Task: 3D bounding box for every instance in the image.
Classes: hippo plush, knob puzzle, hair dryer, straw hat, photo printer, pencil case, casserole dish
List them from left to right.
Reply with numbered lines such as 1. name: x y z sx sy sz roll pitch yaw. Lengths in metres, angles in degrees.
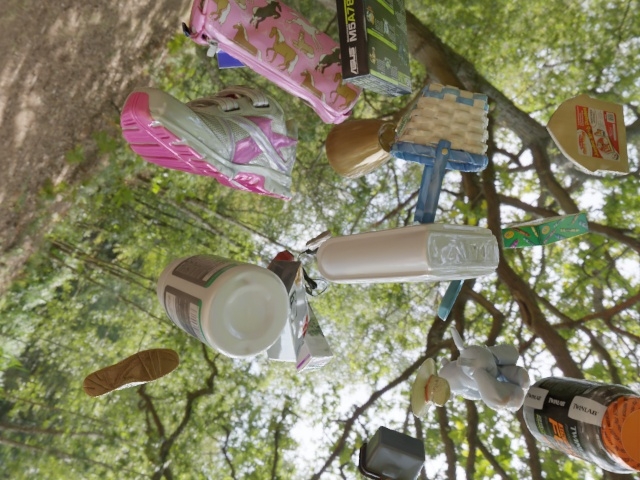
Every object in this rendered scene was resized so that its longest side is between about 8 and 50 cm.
1. pencil case: -0.081 -0.395 0.962 0.167 0.387 0.160 -61 -148 12
2. hair dryer: -0.115 0.145 1.891 0.080 0.294 0.223 -176 -104 -74
3. photo printer: 0.163 0.034 0.948 0.308 0.256 0.106 -8 -98 47
4. straw hat: 0.278 0.361 1.105 0.061 0.144 0.144 5 -115 38
5. casserole dish: 0.449 0.191 1.587 0.188 0.037 0.114 -56 156 -28
6. hippo plush: 0.494 0.458 1.486 0.236 0.295 0.234 125 -26 -45
7. knob puzzle: 0.586 -0.236 1.023 0.030 0.213 0.213 132 -19 -72

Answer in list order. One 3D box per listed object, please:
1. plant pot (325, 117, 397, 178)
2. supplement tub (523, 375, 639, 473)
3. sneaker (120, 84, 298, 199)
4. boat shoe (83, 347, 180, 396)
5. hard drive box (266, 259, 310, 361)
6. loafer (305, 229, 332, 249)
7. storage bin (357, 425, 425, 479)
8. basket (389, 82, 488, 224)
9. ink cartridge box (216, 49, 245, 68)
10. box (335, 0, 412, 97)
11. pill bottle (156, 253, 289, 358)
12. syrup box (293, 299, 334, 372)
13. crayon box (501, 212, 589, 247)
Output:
1. plant pot: 0.184 -0.366 1.751 0.254 0.237 0.236 1 -116 59
2. supplement tub: 0.708 0.470 1.198 0.338 0.207 0.206 119 -5 -76
3. sneaker: -0.105 -0.120 0.500 0.252 0.103 0.111 11 93 -67
4. boat shoe: -0.581 0.402 1.429 0.096 0.278 0.098 143 -67 -70
5. hard drive box: -0.103 0.200 1.317 0.181 0.089 0.232 -71 160 -52
6. loafer: 0.000 0.000 1.764 0.125 0.039 0.045 -27 -151 31
7. storage bin: 0.160 0.471 0.997 0.098 0.135 0.090 -69 179 -65
8. basket: 0.250 -0.171 1.006 0.255 0.201 0.288 -21 119 -84
9. ink cartridge box: -0.247 -0.660 1.452 0.045 0.206 0.208 11 -64 44
10. box: 0.078 -0.308 0.651 0.045 0.191 0.183 0 -80 28
11. pill bottle: -0.251 0.137 1.097 0.361 0.204 0.204 8 -110 53
12. syrup box: -0.059 0.305 1.504 0.096 0.093 0.236 -51 -130 31
13. crayon box: 0.856 -0.038 1.752 0.165 0.279 0.081 -8 -87 63
